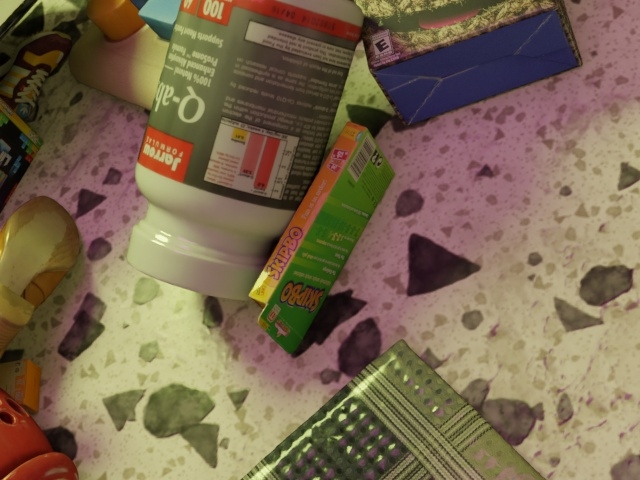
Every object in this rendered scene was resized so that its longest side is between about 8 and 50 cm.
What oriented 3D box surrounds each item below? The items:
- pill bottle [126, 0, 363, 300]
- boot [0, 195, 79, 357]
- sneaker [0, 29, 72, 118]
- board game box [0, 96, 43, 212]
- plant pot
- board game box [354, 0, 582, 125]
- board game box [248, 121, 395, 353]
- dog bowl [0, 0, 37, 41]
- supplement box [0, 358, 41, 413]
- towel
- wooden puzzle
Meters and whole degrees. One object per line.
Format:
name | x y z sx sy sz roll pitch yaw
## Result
pill bottle | -0.096 -0.126 1.675 0.210 0.210 0.362 21 99 29
boot | -0.422 0.078 1.809 0.211 0.104 0.295 -38 21 26
sneaker | -0.405 -0.213 1.979 0.185 0.069 0.084 -33 64 25
board game box | -0.448 -0.113 1.890 0.048 0.170 0.141 23 77 20
plant pot | -0.391 0.284 1.674 0.174 0.191 0.191 36 83 23
board game box | 0.162 -0.324 1.757 0.232 0.141 0.291 -18 61 13
board game box | 0.000 0.000 1.678 0.039 0.124 0.259 20 75 26
dog bowl | -0.505 -0.279 1.872 0.408 0.150 0.408 -43 16 15
supplement box | -0.404 0.189 1.807 0.098 0.036 0.062 -11 61 18
towel | 0.075 0.309 1.552 0.312 0.056 0.324 -41 55 -4
wooden puzzle | -0.178 -0.341 1.884 0.322 0.080 0.348 25 78 51
